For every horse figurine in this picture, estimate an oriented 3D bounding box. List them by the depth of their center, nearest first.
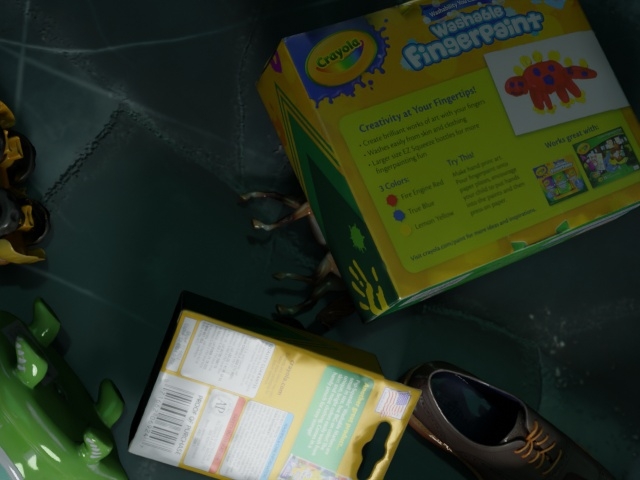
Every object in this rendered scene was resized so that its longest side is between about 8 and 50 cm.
[{"bbox_3d":[0.000,0.000,1.569,0.174,0.066,0.263,-15,73,-17],"label":"horse figurine"}]

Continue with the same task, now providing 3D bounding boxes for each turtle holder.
[{"bbox_3d":[-0.369,0.251,1.407,0.227,0.243,0.320,-35,124,1],"label":"turtle holder"}]

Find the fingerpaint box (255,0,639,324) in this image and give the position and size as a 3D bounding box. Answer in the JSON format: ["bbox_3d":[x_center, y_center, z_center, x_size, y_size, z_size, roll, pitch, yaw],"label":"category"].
[{"bbox_3d":[0.191,-0.142,1.551,0.444,0.163,0.371,-21,81,-22],"label":"fingerpaint box"}]

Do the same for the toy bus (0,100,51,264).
[{"bbox_3d":[-0.484,-0.058,1.491,0.211,0.149,0.220,-17,83,3],"label":"toy bus"}]

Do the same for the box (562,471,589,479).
[{"bbox_3d":[0.283,0.465,1.321,0.191,0.143,0.381,19,45,33],"label":"box"}]

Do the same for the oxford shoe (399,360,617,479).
[{"bbox_3d":[0.267,0.286,1.509,0.363,0.133,0.130,31,75,0],"label":"oxford shoe"}]

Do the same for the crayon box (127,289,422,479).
[{"bbox_3d":[-0.060,0.215,1.453,0.322,0.083,0.203,20,103,-11],"label":"crayon box"}]

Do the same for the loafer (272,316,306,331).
[{"bbox_3d":[-0.117,0.158,1.515,0.220,0.078,0.080,-28,82,-13],"label":"loafer"}]
